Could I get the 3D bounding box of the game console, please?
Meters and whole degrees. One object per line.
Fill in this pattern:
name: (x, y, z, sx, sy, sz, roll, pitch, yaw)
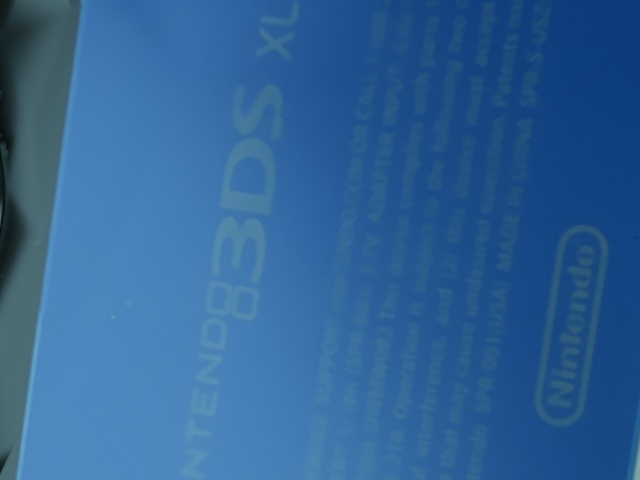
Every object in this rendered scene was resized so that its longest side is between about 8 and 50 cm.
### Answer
game console: (0.000, 0.000, 0.432, 0.250, 0.173, 0.293, 9, 95, 17)
